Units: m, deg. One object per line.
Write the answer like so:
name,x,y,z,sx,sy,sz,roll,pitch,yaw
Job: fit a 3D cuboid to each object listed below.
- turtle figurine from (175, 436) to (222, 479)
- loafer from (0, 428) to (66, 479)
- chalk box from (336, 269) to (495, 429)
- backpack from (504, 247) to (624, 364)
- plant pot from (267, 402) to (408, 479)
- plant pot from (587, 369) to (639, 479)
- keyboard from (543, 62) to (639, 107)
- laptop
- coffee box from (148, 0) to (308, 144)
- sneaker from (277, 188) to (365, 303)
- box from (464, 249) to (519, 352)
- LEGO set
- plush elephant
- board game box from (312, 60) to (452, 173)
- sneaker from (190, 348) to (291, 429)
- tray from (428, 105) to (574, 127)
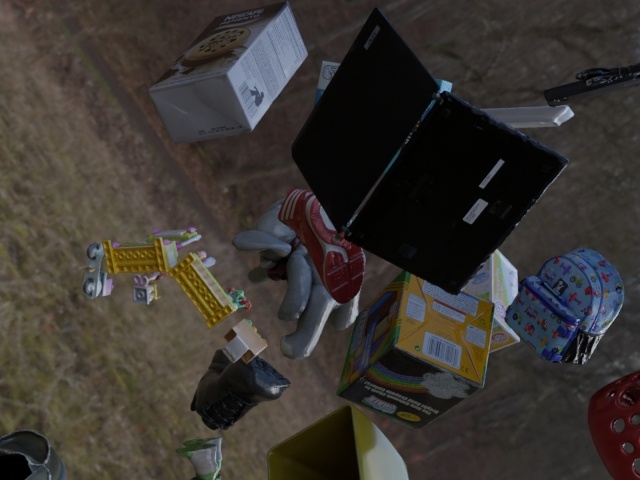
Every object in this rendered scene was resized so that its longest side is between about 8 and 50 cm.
turtle figurine,-0.238,0.496,1.661,0.198,0.275,0.266,-1,84,-57
loafer,-0.343,0.266,1.056,0.251,0.095,0.087,-146,-139,-69
chalk box,0.153,0.207,1.668,0.180,0.179,0.289,26,-37,-12
backpack,0.409,0.100,1.548,0.117,0.173,0.158,5,35,-35
plant pot,0.050,0.449,1.649,0.187,0.212,0.212,33,34,-34
plant pot,0.497,0.257,1.288,0.191,0.174,0.191,29,41,-29
keyboard,0.529,-0.281,1.547,0.201,0.317,0.033,-7,84,-74
laptop,0.119,-0.102,1.137,0.264,0.234,0.136,27,34,-10
coffee box,-0.159,-0.308,1.691,0.118,0.168,0.297,67,31,-30
sneaker,0.000,0.000,1.640,0.128,0.087,0.221,28,-42,51
box,0.341,0.126,1.953,0.103,0.114,0.203,42,38,-30
LEGO set,-0.177,0.051,1.251,0.287,0.132,0.107,20,21,18
plush elephant,-0.054,0.043,1.940,0.256,0.272,0.329,26,-59,20
board game box,0.142,-0.306,2.382,0.336,0.253,0.079,14,8,25
sneaker,-0.138,0.251,1.521,0.109,0.130,0.286,37,-19,-8
tray,0.362,-0.242,1.863,0.145,0.271,0.030,-5,95,-70
